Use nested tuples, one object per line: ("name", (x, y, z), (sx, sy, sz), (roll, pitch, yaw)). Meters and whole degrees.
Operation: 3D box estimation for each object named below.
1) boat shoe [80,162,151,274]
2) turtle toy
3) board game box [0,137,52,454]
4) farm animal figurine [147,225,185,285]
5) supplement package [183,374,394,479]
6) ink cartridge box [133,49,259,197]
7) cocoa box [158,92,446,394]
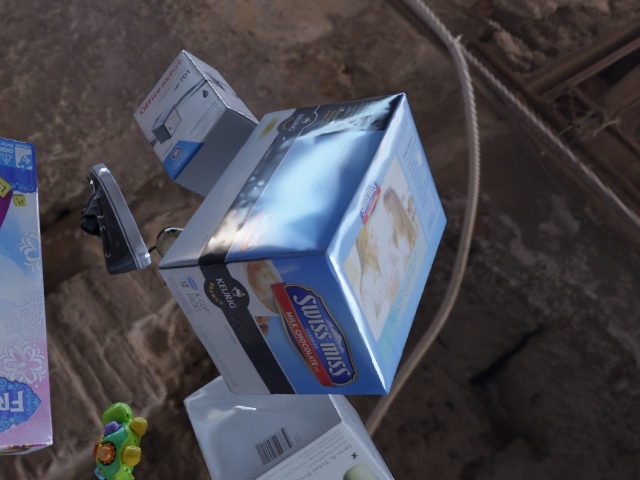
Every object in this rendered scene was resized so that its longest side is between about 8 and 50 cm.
("boat shoe", (-0.329, -0.031, 1.241), (0.228, 0.076, 0.080), (56, -18, 34))
("turtle toy", (-0.290, 0.292, 1.171), (0.066, 0.130, 0.095), (13, -51, -10))
("board game box", (-0.407, 0.039, 0.723), (0.066, 0.318, 0.318), (-25, -112, 41))
("farm animal figurine", (-0.142, -0.036, 1.584), (0.326, 0.330, 0.172), (0, -73, 22))
("supplement package", (-0.035, 0.317, 1.224), (0.263, 0.199, 0.198), (57, -1, -43))
("ink cartridge box", (-0.190, -0.179, 1.236), (0.139, 0.082, 0.191), (-50, -132, 13))
("cocoa box", (0.000, 0.000, 1.058), (0.228, 0.347, 0.231), (-5, -53, 27))
